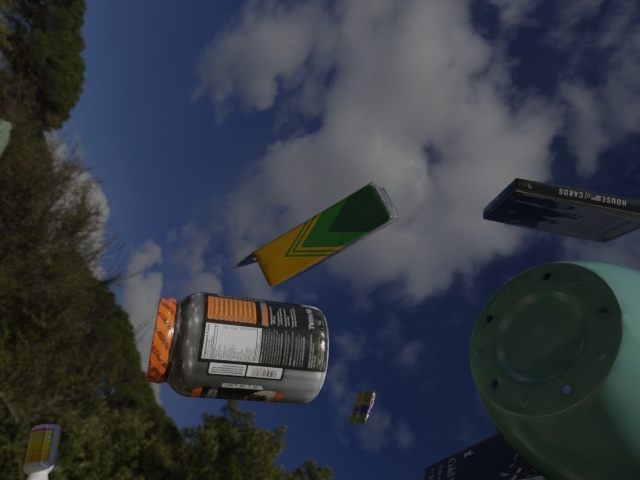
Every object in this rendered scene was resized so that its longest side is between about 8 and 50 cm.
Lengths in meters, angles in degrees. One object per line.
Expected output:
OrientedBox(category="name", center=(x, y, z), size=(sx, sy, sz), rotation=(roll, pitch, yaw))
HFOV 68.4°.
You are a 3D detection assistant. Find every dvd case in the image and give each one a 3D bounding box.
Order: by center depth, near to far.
OrientedBox(category="dvd case", center=(0.437, -0.049, 0.846), size=(0.179, 0.238, 0.030), rotation=(81, 20, -77))

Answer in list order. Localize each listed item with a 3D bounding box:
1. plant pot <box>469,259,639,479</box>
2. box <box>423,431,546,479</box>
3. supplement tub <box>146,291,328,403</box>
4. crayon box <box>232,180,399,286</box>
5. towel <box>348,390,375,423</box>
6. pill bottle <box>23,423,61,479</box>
OrientedBox(category="plant pot", center=(0.324, 0.159, 0.557), size=(0.293, 0.235, 0.293), rotation=(-44, -153, 30))
OrientedBox(category="box", center=(0.449, 0.621, 0.911), size=(0.471, 0.480, 0.297), rotation=(-39, -88, 24))
OrientedBox(category="supplement tub", center=(-0.095, 0.123, 0.544), size=(0.117, 0.190, 0.117), rotation=(-170, -90, -73))
OrientedBox(category="crayon box", center=(0.000, 0.000, 0.963), size=(0.318, 0.202, 0.081), rotation=(-30, -94, 14))
OrientedBox(category="towel", center=(0.102, 0.410, 1.160), size=(0.060, 0.009, 0.083), rotation=(-22, -149, 45))
OrientedBox(category="pill bottle", center=(-0.433, 0.333, 0.731), size=(0.043, 0.043, 0.083), rotation=(-51, -143, 41))
